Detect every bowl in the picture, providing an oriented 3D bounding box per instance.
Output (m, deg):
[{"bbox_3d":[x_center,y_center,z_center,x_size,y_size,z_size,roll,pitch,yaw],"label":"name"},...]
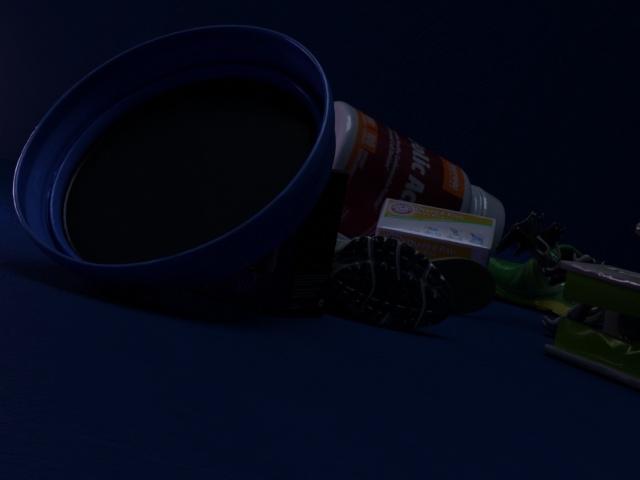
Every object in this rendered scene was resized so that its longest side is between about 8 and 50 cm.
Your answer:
[{"bbox_3d":[-0.166,-0.097,1.417,0.391,0.391,0.077,13,-34,31],"label":"bowl"}]

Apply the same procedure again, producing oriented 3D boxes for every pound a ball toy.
[{"bbox_3d":[0.425,0.076,1.432,0.136,0.208,0.319,9,4,-27],"label":"pound a ball toy"}]

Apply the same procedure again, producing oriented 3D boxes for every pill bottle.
[{"bbox_3d":[0.141,-0.081,2.273,0.392,0.224,0.224,27,-2,-24],"label":"pill bottle"}]

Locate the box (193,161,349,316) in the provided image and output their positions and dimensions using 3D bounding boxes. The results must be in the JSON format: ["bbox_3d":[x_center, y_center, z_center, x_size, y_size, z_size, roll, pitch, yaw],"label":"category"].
[{"bbox_3d":[-0.111,-0.022,1.511,0.261,0.184,0.103,13,4,30],"label":"box"}]

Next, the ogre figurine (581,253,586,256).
[{"bbox_3d":[0.488,0.083,2.358,0.197,0.096,0.118,-5,12,38],"label":"ogre figurine"}]

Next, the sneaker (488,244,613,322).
[{"bbox_3d":[0.408,0.064,2.121,0.109,0.123,0.296,7,5,-44],"label":"sneaker"}]

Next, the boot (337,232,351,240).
[{"bbox_3d":[-0.042,0.004,1.678,0.190,0.086,0.069,28,-12,-18],"label":"boot"}]

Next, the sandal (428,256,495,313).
[{"bbox_3d":[0.149,0.057,1.791,0.240,0.088,0.079,2,14,-35],"label":"sandal"}]

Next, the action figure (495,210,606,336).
[{"bbox_3d":[0.395,0.084,1.805,0.276,0.141,0.164,42,10,25],"label":"action figure"}]

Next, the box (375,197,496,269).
[{"bbox_3d":[0.196,0.013,2.112,0.203,0.114,0.103,11,34,8],"label":"box"}]

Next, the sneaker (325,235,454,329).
[{"bbox_3d":[0.046,0.045,1.578,0.283,0.110,0.122,17,-5,20],"label":"sneaker"}]
